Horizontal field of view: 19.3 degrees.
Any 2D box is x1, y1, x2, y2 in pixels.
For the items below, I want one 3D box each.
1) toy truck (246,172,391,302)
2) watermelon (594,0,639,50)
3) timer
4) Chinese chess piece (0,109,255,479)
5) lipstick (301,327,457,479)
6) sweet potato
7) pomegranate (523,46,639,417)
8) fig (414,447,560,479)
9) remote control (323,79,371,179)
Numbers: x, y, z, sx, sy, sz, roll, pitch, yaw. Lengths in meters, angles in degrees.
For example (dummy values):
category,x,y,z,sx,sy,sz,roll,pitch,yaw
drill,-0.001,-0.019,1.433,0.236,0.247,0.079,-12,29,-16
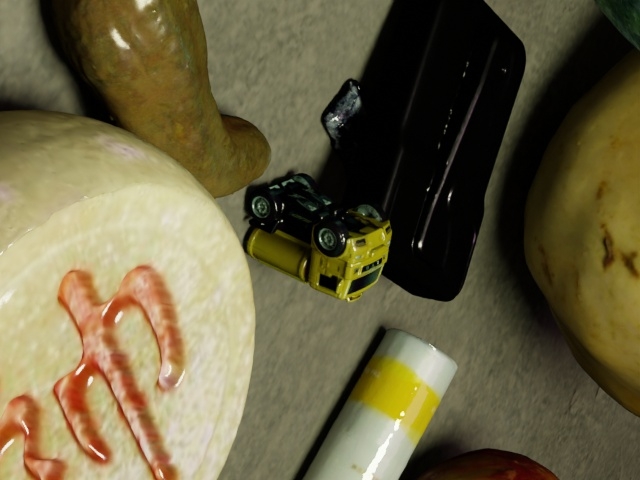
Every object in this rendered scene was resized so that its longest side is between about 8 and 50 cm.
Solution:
category,x,y,z,sx,sy,sz,roll,pitch,yaw
toy truck,0.000,0.000,1.122,0.049,0.083,0.054,-24,131,-51
watermelon,0.305,-0.228,1.043,0.258,0.387,0.228,-31,103,-39
timer,0.080,-0.063,1.208,0.144,0.055,0.187,32,73,-58
Chinese chess piece,-0.150,0.069,0.920,0.270,0.112,0.270,-31,132,-42
lipstick,0.007,0.185,1.269,0.264,0.059,0.059,-59,147,-12
sweet potato,-0.077,-0.076,0.987,0.081,0.062,0.233,-62,151,-20
pomegranate,0.305,-0.016,1.364,0.332,0.332,0.332,-33,134,-42
fig,0.095,0.247,1.377,0.175,0.207,0.175,46,29,-36
remote control,0.027,-0.060,1.193,0.039,0.014,0.096,-54,144,-20
